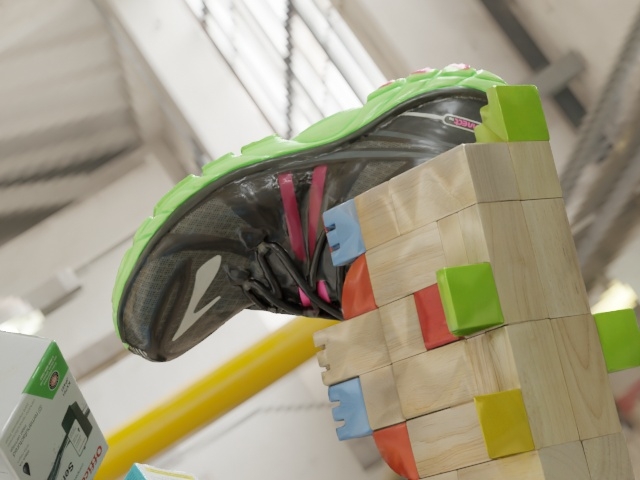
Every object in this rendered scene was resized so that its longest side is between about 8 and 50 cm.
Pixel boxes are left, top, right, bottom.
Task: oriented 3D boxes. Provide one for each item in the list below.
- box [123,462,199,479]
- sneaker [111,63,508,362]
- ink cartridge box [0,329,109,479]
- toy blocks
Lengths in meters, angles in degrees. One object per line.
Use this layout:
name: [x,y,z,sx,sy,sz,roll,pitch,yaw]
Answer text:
box: [-0.139,0.359,1.903,0.100,0.244,0.060,19,-70,-43]
sneaker: [0.000,0.000,1.673,0.483,0.202,0.185,-29,-29,10]
ink cartridge box: [-0.336,0.229,1.900,0.208,0.087,0.153,72,-147,-46]
toy blocks: [0.103,0.094,1.374,0.191,0.381,0.261,-5,-12,-37]
